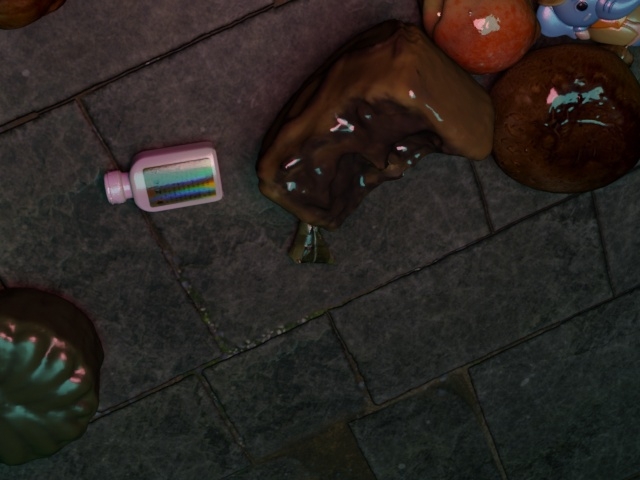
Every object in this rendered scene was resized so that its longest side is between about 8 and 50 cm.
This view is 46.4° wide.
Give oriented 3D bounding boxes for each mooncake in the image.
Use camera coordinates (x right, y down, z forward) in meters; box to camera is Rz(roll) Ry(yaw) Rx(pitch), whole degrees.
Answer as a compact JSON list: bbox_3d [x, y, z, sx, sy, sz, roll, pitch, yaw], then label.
[{"bbox_3d":[-0.623,0.278,1.507,0.356,0.194,0.357,-6,118,-12],"label":"mooncake"},{"bbox_3d":[0.079,-0.189,1.326,0.246,0.393,0.394,37,92,-28],"label":"mooncake"}]

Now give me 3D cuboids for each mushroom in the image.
[{"bbox_3d":[0.495,-0.238,1.511,0.344,0.239,0.345,4,108,13],"label":"mushroom"}]

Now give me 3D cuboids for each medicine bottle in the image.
[{"bbox_3d":[-0.304,-0.119,1.447,0.219,0.078,0.115,-10,120,-8],"label":"medicine bottle"}]

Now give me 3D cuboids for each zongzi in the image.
[{"bbox_3d":[0.000,0.000,1.601,0.119,0.055,0.109,5,114,-29],"label":"zongzi"}]

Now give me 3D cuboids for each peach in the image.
[{"bbox_3d":[0.306,-0.409,1.372,0.232,0.232,0.233,-6,118,-11],"label":"peach"}]

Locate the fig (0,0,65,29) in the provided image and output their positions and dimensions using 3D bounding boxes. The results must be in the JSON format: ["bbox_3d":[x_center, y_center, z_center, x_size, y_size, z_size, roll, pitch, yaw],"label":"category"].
[{"bbox_3d":[-0.546,-0.418,1.207,0.274,0.170,0.146,1,122,7],"label":"fig"}]

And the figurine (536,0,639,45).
[{"bbox_3d":[0.531,-0.465,1.408,0.261,0.154,0.180,15,142,-3],"label":"figurine"}]
